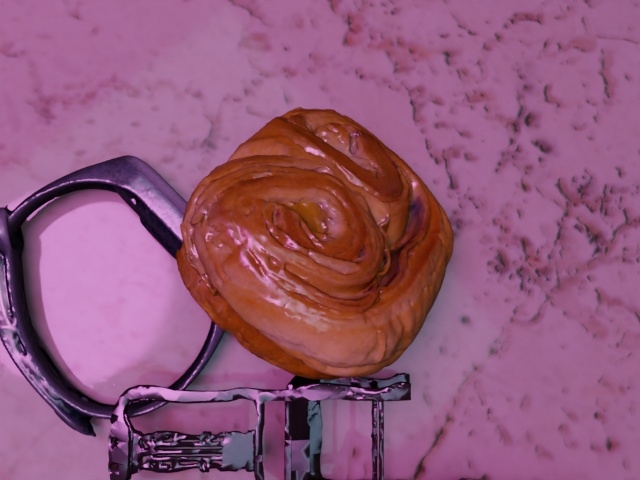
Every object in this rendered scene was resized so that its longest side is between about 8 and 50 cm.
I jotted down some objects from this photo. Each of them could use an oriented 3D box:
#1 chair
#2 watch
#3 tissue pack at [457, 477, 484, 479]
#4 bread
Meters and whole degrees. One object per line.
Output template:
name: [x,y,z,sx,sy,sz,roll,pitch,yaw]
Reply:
chair: [-0.040,0.160,0.648,0.229,0.113,0.106,0,84,3]
watch: [-0.175,0.039,0.661,0.206,0.068,0.193,46,80,-4]
tissue pack: [0.123,0.339,0.587,0.239,0.238,0.305,17,83,-6]
bread: [0.003,0.002,0.626,0.198,0.120,0.236,40,40,-2]
